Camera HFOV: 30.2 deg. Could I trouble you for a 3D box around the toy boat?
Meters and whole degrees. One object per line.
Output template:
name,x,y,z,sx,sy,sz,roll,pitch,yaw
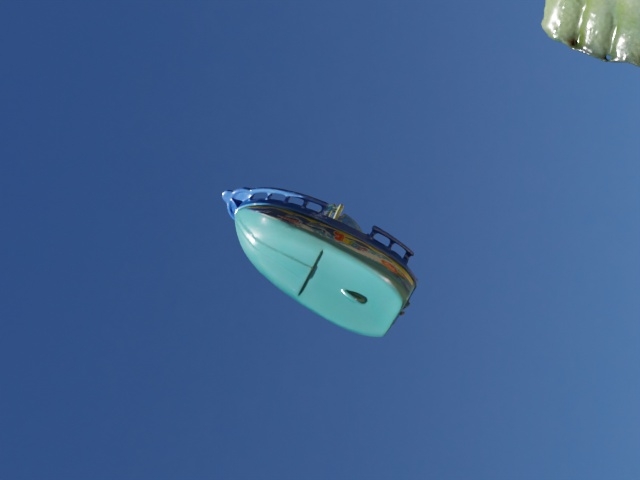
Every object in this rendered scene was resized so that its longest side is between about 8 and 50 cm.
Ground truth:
toy boat,0.000,0.000,0.969,0.091,0.175,0.110,-62,-2,33

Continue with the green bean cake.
green bean cake,0.358,-0.252,1.193,0.227,0.223,0.124,-42,-35,-45
